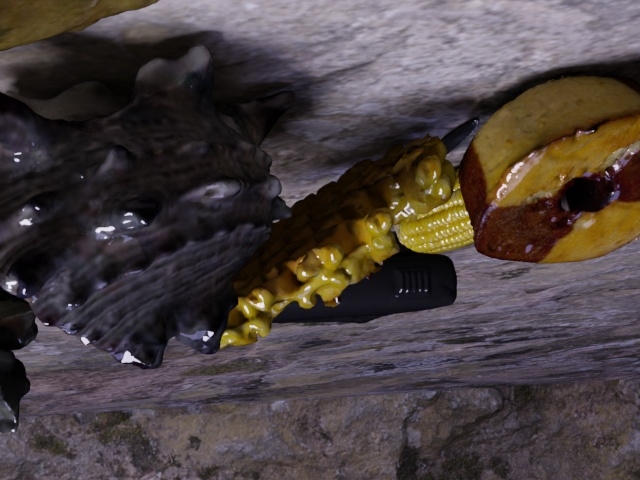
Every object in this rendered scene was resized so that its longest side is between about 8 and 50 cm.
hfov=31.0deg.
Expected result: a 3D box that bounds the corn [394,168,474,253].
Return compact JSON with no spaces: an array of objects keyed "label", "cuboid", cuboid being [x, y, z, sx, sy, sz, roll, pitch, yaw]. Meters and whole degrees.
[{"label":"corn","cuboid":[0.140,-0.035,0.995,0.067,0.067,0.206,5,163,-38]}]

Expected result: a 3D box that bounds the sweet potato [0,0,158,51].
[{"label":"sweet potato","cuboid":[-0.211,-0.114,0.409,0.423,0.130,0.130,-3,168,-41]}]

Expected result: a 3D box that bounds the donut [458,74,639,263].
[{"label":"donut","cuboid":[0.183,-0.052,0.837,0.184,0.073,0.166,-6,145,-28]}]

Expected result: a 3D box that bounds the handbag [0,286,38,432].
[{"label":"handbag","cuboid":[-0.399,0.047,0.795,0.327,0.162,0.325,3,169,14]}]

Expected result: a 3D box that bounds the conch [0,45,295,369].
[{"label":"conch","cuboid":[-0.144,-0.028,0.731,0.241,0.186,0.313,1,-172,8]}]

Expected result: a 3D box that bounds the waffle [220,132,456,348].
[{"label":"waffle","cuboid":[0.000,0.000,0.858,0.231,0.051,0.228,-34,-168,8]}]

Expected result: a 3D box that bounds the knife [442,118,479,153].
[{"label":"knife","cuboid":[0.094,-0.069,0.959,0.023,0.010,0.170,-8,166,-20]}]

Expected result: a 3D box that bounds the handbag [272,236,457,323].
[{"label":"handbag","cuboid":[-0.016,0.054,1.270,0.275,0.088,0.244,-3,169,-26]}]
